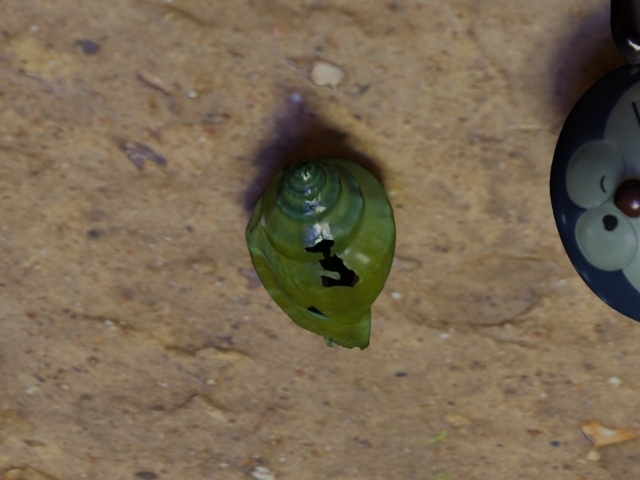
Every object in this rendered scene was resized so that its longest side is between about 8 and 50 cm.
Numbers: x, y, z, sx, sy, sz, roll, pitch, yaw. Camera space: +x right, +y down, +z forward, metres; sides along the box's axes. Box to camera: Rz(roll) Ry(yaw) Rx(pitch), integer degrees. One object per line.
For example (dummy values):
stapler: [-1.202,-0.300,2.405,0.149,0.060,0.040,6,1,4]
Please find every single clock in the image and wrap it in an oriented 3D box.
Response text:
clock: [0.251,-0.029,0.963,0.243,0.199,0.146,-5,171,6]

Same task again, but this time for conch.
conch: [0.000,0.002,1.087,0.095,0.079,0.201,24,145,7]

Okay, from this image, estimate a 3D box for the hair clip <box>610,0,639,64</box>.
hair clip: [0.313,-0.154,0.878,0.330,0.085,0.101,-4,138,7]
